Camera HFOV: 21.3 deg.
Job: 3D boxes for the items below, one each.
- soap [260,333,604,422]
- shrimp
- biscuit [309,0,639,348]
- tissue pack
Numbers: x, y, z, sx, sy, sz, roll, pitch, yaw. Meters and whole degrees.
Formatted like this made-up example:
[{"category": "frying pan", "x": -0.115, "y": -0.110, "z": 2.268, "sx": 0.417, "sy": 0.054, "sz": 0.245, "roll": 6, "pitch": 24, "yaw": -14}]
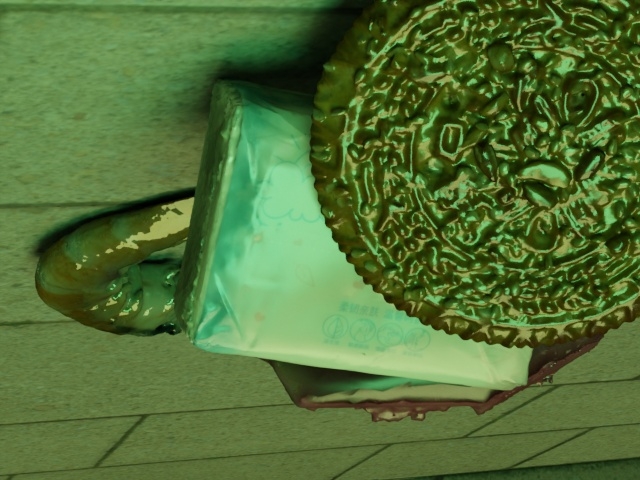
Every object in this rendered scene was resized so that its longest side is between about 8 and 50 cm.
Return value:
[{"category": "soap", "x": 0.099, "y": 0.055, "z": 1.592, "sx": 0.324, "sy": 0.220, "sz": 0.127, "roll": -1, "pitch": 161, "yaw": 4}, {"category": "shrimp", "x": -0.178, "y": 0.018, "z": 1.622, "sx": 0.185, "sy": 0.068, "sz": 0.287, "roll": -5, "pitch": 154, "yaw": -23}, {"category": "biscuit", "x": 0.141, "y": -0.060, "z": 1.169, "sx": 0.305, "sy": 0.305, "sz": 0.038, "roll": -10, "pitch": -157, "yaw": 7}, {"category": "tissue pack", "x": 0.037, "y": -0.001, "z": 1.290, "sx": 0.271, "sy": 0.201, "sz": 0.124, "roll": 9, "pitch": -161, "yaw": -14}]
